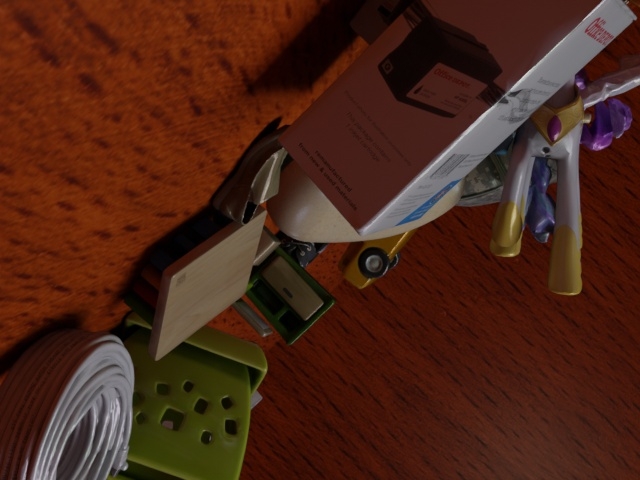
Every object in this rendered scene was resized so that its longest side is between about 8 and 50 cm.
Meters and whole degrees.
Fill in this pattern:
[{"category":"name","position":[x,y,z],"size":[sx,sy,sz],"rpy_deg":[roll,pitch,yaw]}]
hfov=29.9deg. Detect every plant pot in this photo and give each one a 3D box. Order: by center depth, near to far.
[{"category":"plant pot","position":[-0.197,0.221,1.590],"size":[0.228,0.227,0.207],"rpy_deg":[118,-8,-68]}]

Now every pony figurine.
[{"category":"pony figurine","position":[0.289,-0.156,1.455],"size":[0.351,0.303,0.363],"rpy_deg":[-50,146,-70]}]

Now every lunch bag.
[{"category":"lunch bag","position":[0.312,-0.164,2.342],"size":[0.256,0.212,0.305],"rpy_deg":[-28,174,12]}]

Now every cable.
[{"category":"cable","position":[-0.289,0.217,1.313],"size":[0.257,0.089,0.257],"rpy_deg":[-40,145,-68]}]

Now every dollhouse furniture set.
[{"category":"dollhouse furniture set","position":[0.000,0.000,1.743],"size":[0.301,0.151,0.197],"rpy_deg":[-44,173,5]}]

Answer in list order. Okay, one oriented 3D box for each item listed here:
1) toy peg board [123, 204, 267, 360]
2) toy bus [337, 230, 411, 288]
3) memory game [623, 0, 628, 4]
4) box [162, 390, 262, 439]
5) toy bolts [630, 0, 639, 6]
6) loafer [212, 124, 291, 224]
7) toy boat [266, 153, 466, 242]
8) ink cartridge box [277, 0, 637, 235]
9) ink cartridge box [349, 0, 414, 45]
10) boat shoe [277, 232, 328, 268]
[{"category":"toy peg board","position":[-0.157,0.032,1.420],"size":[0.161,0.079,0.161],"rpy_deg":[-38,157,-38]},{"category":"toy bus","position":[0.135,-0.081,1.961],"size":[0.333,0.130,0.108],"rpy_deg":[-53,173,15]},{"category":"memory game","position":[0.468,-0.414,2.050],"size":[0.186,0.012,0.186],"rpy_deg":[-37,-144,33]},{"category":"box","position":[-0.301,0.351,2.099],"size":[0.345,0.168,0.215],"rpy_deg":[-46,173,26]},{"category":"toy bolts","position":[0.385,-0.380,1.451],"size":[0.158,0.218,0.228],"rpy_deg":[-57,-172,16]},{"category":"loafer","position":[-0.065,-0.072,1.338],"size":[0.056,0.050,0.148],"rpy_deg":[-38,172,-49]},{"category":"toy boat","position":[0.081,-0.122,1.456],"size":[0.267,0.148,0.318],"rpy_deg":[-4,150,-28]},{"category":"ink cartridge box","position":[0.136,-0.158,1.150],"size":[0.307,0.129,0.223],"rpy_deg":[-44,170,17]},{"category":"ink cartridge box","position":[0.103,-0.252,1.179],"size":[0.099,0.056,0.135],"rpy_deg":[-36,170,-48]},{"category":"boat shoe","position":[-0.036,0.011,1.943],"size":[0.228,0.080,0.076],"rpy_deg":[-37,165,-50]}]
